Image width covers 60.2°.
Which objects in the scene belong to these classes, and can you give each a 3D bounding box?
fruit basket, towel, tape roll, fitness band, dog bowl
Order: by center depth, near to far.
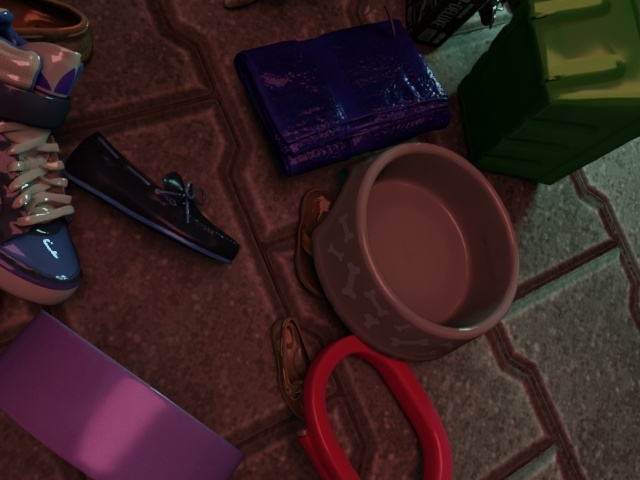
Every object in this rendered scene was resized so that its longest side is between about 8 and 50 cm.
[{"bbox_3d":[-0.219,0.192,0.602,0.275,0.275,0.090,39,67,-9],"label":"tape roll"},{"bbox_3d":[0.081,0.277,0.796,0.209,0.054,0.290,-33,93,-42],"label":"fitness band"},{"bbox_3d":[0.162,0.006,0.853,0.349,0.102,0.348,10,68,-27],"label":"dog bowl"},{"bbox_3d":[0.042,-0.244,0.879,0.309,0.076,0.227,-20,76,-20],"label":"towel"},{"bbox_3d":[0.454,-0.272,0.912,0.393,0.392,0.282,-3,80,-22],"label":"fruit basket"}]

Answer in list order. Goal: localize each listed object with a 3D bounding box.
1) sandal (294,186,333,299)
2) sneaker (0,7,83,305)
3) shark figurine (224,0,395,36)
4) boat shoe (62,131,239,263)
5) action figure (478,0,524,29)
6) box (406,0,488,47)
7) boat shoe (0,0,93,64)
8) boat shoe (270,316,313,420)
[{"bbox_3d":[0.000,0.000,0.851,0.072,0.049,0.180,4,77,-20],"label":"sandal"},{"bbox_3d":[-0.343,-0.109,0.644,0.236,0.130,0.322,-39,89,17],"label":"sneaker"},{"bbox_3d":[-0.002,-0.429,0.904,0.279,0.116,0.166,12,85,11],"label":"shark figurine"},{"bbox_3d":[-0.216,-0.059,0.748,0.258,0.109,0.089,32,80,-14],"label":"boat shoe"},{"bbox_3d":[0.407,-0.445,1.012,0.276,0.164,0.140,-18,122,-43],"label":"action figure"},{"bbox_3d":[0.234,-0.537,0.954,0.077,0.242,0.307,5,76,-20],"label":"box"},{"bbox_3d":[-0.451,-0.310,0.724,0.286,0.089,0.104,8,76,-19],"label":"boat shoe"},{"bbox_3d":[-0.032,0.186,0.799,0.056,0.048,0.152,-10,82,-22],"label":"boat shoe"}]
